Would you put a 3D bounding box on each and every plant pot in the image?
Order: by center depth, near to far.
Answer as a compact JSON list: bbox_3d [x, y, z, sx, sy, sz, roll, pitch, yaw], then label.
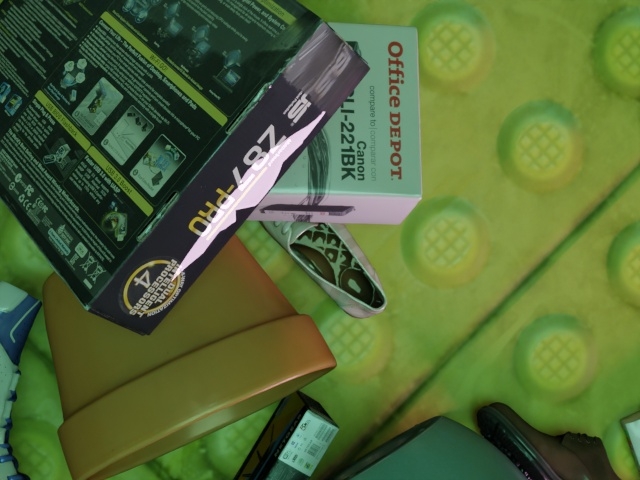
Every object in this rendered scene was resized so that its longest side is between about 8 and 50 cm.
[{"bbox_3d":[-0.155,0.101,1.200,0.291,0.291,0.203,-25,80,-7],"label":"plant pot"},{"bbox_3d":[0.114,0.333,1.248,0.293,0.293,0.235,-32,84,-6],"label":"plant pot"}]

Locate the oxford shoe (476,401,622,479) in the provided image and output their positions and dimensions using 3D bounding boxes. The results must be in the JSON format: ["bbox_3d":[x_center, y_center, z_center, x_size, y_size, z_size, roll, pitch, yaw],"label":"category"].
[{"bbox_3d":[0.280,0.257,1.373,0.227,0.083,0.096,41,67,-9],"label":"oxford shoe"}]

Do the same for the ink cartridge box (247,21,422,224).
[{"bbox_3d":[-0.033,-0.127,1.248,0.273,0.114,0.197,1,77,-10],"label":"ink cartridge box"}]

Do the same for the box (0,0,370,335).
[{"bbox_3d":[-0.186,-0.148,1.112,0.318,0.395,0.097,-52,140,4],"label":"box"}]

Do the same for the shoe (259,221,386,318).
[{"bbox_3d":[0.000,0.000,1.311,0.076,0.058,0.219,-42,99,-4],"label":"shoe"}]

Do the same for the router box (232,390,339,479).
[{"bbox_3d":[-0.053,0.257,1.283,0.046,0.133,0.179,32,88,-10],"label":"router box"}]

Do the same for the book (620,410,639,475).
[{"bbox_3d":[0.432,0.267,1.414,0.096,0.035,0.144,-22,98,-3],"label":"book"}]

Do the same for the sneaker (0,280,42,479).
[{"bbox_3d":[-0.363,0.214,1.224,0.182,0.127,0.315,35,72,-16],"label":"sneaker"}]
